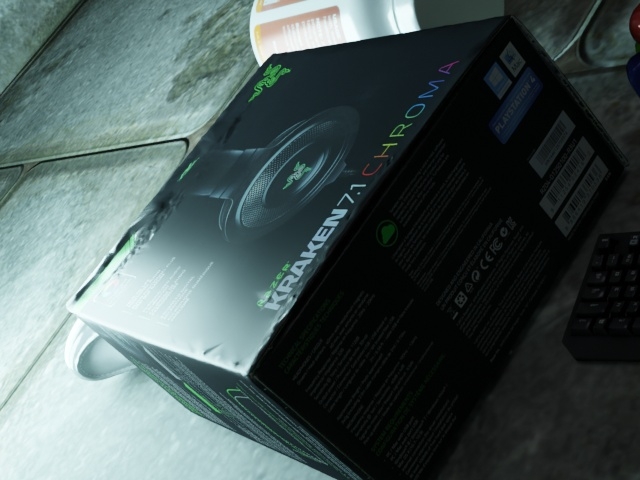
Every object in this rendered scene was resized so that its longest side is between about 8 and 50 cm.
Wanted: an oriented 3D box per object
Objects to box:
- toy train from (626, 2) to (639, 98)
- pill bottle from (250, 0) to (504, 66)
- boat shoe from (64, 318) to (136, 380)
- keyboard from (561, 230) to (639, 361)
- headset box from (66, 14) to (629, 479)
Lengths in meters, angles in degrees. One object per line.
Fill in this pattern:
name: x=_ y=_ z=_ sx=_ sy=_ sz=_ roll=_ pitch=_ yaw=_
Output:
toy train: x=0.277 y=-0.148 z=0.549 sx=0.248 sy=0.105 sz=0.143 roll=-32 pitch=17 yaw=24
pill bottle: x=0.044 y=-0.182 z=0.881 sx=0.216 sy=0.121 sz=0.121 roll=5 pitch=55 yaw=56
boat shoe: x=-0.129 y=0.066 z=0.852 sx=0.184 sy=0.066 sz=0.063 roll=-29 pitch=29 yaw=11
keyboard: x=0.202 y=0.009 z=0.505 sx=0.180 sy=0.023 sz=0.108 roll=-5 pitch=47 yaw=50
headset box: x=0.000 y=0.000 z=0.679 sx=0.246 sy=0.131 sz=0.283 roll=-53 pitch=28 yaw=-17
